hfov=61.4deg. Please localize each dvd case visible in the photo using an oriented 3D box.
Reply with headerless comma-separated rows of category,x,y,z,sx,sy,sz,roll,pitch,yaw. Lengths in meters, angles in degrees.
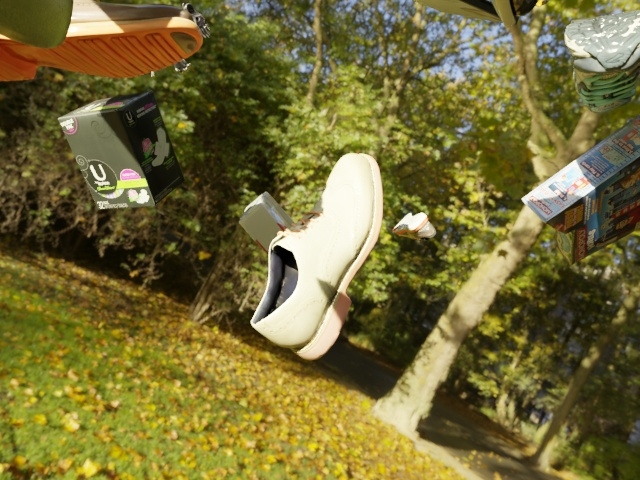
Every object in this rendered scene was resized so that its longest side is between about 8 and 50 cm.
dvd case,0.248,-0.457,1.033,0.180,0.022,0.253,29,25,35

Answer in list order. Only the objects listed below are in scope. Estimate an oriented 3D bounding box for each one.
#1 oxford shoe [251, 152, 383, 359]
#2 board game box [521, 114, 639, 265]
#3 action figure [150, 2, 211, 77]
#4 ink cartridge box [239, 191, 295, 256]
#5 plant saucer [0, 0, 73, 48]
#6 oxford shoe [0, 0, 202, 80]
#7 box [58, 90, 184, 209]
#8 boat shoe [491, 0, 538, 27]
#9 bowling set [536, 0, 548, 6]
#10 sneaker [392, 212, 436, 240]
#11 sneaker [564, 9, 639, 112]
oxford shoe,0.000,0.000,0.949,0.147,0.396,0.141,30,-24,-32
board game box,0.402,-0.058,0.807,0.060,0.194,0.194,62,-2,43
action figure,-0.406,-0.477,1.348,0.276,0.164,0.140,-10,-71,42
ink cartridge box,-0.107,-0.034,1.138,0.109,0.063,0.150,49,8,-12
plant saucer,-0.226,-0.223,0.302,0.241,0.037,0.241,55,10,-14
oxford shoe,-0.331,-0.290,0.691,0.364,0.132,0.130,1,-6,5
box,-0.164,-0.075,0.453,0.062,0.052,0.083,-2,-61,20
boat shoe,0.135,-0.280,0.366,0.091,0.114,0.302,-17,-30,18
bowling set,0.339,-0.535,1.015,0.154,0.286,0.200,30,-19,-19
sneaker,0.210,-0.020,1.203,0.065,0.061,0.158,44,-4,-8
sneaker,0.372,-0.221,0.679,0.110,0.122,0.283,-1,21,28
